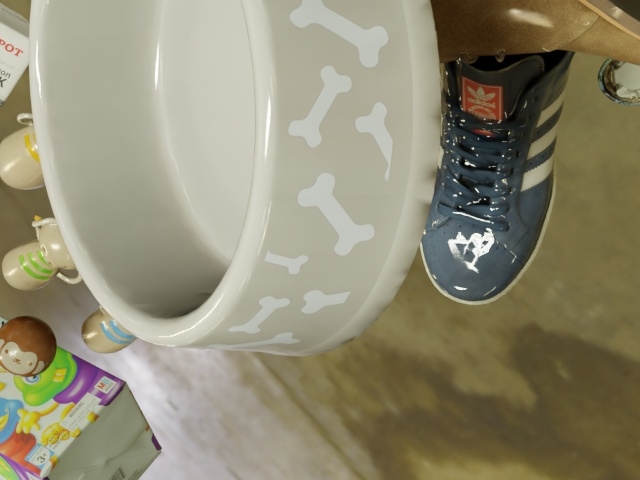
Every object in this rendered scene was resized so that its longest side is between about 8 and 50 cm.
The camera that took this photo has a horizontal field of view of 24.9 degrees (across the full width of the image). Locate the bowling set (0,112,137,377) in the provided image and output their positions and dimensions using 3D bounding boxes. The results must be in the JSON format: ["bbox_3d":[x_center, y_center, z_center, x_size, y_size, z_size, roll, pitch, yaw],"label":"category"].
[{"bbox_3d":[-0.184,0.035,1.266,0.287,0.200,0.154,36,147,-20],"label":"bowling set"}]

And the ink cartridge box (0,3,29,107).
[{"bbox_3d":[-0.285,-0.121,1.066,0.099,0.135,0.056,28,-167,-33],"label":"ink cartridge box"}]

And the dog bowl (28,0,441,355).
[{"bbox_3d":[-0.073,-0.092,0.893,0.348,0.102,0.349,15,108,54],"label":"dog bowl"}]

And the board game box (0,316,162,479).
[{"bbox_3d":[-0.342,0.198,1.650,0.275,0.144,0.142,22,148,31],"label":"board game box"}]

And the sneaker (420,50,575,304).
[{"bbox_3d":[0.145,-0.107,1.248,0.131,0.148,0.350,13,102,16],"label":"sneaker"}]

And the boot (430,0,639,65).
[{"bbox_3d":[0.120,-0.161,0.943,0.305,0.112,0.115,18,126,-23],"label":"boot"}]

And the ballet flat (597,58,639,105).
[{"bbox_3d":[0.303,-0.138,1.175,0.188,0.070,0.070,-8,123,52],"label":"ballet flat"}]
